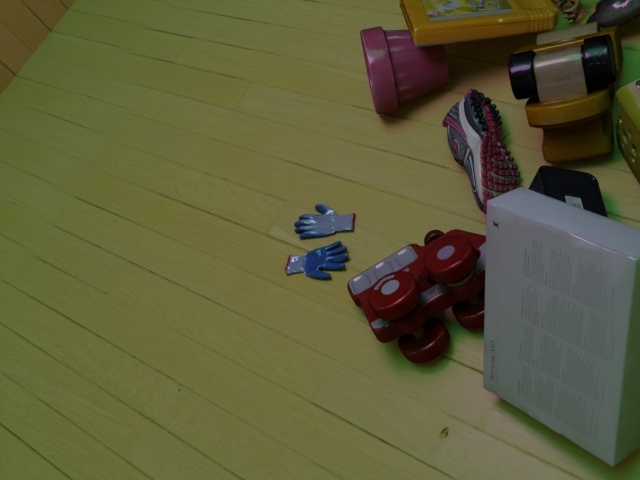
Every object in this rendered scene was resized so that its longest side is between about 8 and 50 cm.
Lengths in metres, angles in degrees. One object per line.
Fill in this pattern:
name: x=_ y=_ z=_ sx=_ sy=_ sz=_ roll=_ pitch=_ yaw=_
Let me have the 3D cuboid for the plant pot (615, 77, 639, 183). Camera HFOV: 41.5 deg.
plant pot: x=0.685 y=-0.210 z=1.562 sx=0.227 sy=0.207 sz=0.228 roll=-26 pitch=52 yaw=11

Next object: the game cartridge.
game cartridge: x=0.355 y=-0.533 z=1.937 sx=0.323 sy=0.053 sz=0.285 roll=-8 pitch=34 yaw=2

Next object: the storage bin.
storage bin: x=0.466 y=-0.047 z=1.605 sx=0.122 sy=0.084 sz=0.180 roll=9 pitch=46 yaw=-7

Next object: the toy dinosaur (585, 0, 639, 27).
toy dinosaur: x=0.664 y=-0.517 z=1.820 sx=0.313 sy=0.121 sz=0.160 roll=-10 pitch=28 yaw=23

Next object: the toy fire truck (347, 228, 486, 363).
toy fire truck: x=0.208 y=0.076 z=1.680 sx=0.302 sy=0.169 sz=0.254 roll=-33 pitch=31 yaw=5

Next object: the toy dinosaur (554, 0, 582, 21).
toy dinosaur: x=0.578 y=-0.563 z=1.908 sx=0.211 sy=0.064 sz=0.112 roll=-3 pitch=81 yaw=54

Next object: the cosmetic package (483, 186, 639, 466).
cosmetic package: x=0.398 y=0.133 z=1.370 sx=0.097 sy=0.377 sz=0.284 roll=-23 pitch=32 yaw=-32

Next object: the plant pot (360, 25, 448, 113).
plant pot: x=0.199 y=-0.413 z=1.986 sx=0.180 sy=0.201 sz=0.201 roll=-12 pitch=53 yaw=3

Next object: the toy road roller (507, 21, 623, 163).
toy road roller: x=0.520 y=-0.304 z=1.754 sx=0.202 sy=0.241 sz=0.329 roll=-7 pitch=19 yaw=25

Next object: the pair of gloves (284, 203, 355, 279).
pair of gloves: x=0.000 y=0.000 z=1.920 sx=0.159 sy=0.023 sz=0.198 roll=-4 pitch=59 yaw=26

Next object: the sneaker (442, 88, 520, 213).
sneaker: x=0.340 y=-0.177 z=1.806 sx=0.112 sy=0.121 sz=0.299 roll=-39 pitch=43 yaw=40
